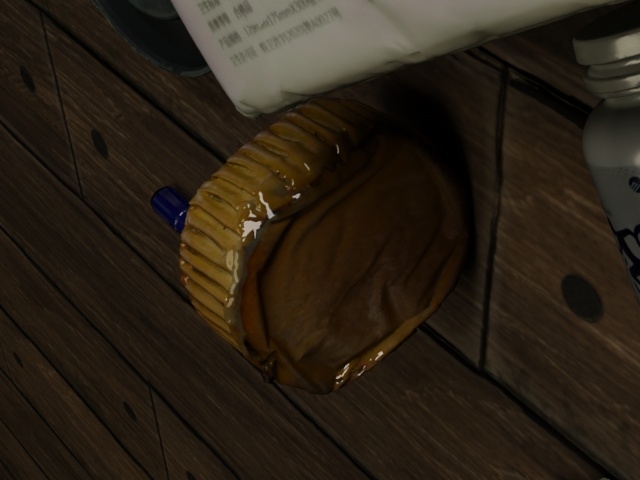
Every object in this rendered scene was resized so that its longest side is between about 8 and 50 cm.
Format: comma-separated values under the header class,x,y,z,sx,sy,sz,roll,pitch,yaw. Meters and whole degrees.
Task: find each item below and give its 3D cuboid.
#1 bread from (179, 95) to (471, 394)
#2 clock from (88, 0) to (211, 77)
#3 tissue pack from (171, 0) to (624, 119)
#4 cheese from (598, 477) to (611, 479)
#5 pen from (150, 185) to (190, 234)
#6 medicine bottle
class,x,y,z,sx,sy,sz,roll,pitch,yaw
bread,0.000,-0.001,0.851,0.104,0.199,0.199,34,145,48
clock,-0.136,-0.278,0.948,0.312,0.061,0.312,42,149,32
tissue pack,0.049,-0.216,0.537,0.356,0.194,0.266,-5,115,60
cheese,0.213,0.281,0.928,0.127,0.050,0.255,31,142,43
pen,-0.079,0.027,1.203,0.269,0.033,0.033,39,148,34
medicine bottle,0.190,-0.022,0.587,0.107,0.107,0.191,1,119,60
